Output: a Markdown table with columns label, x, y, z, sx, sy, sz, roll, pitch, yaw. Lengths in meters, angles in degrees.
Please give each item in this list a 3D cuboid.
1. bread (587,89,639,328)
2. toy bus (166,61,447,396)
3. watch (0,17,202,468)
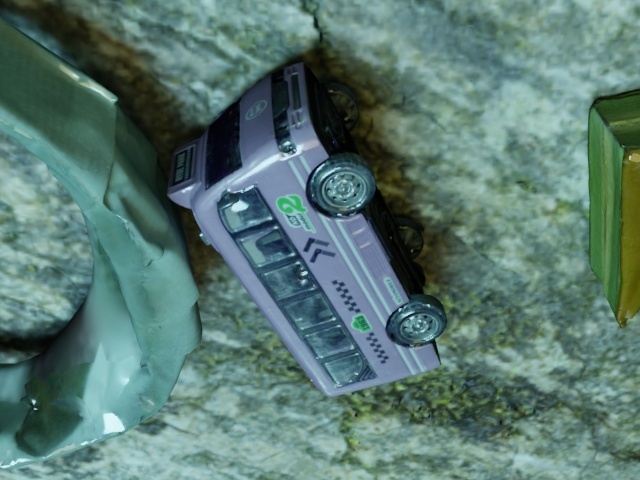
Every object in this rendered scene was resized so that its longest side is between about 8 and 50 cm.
| label | x | y | z | sx | sy | sz | roll | pitch | yaw |
| --- | --- | --- | --- | --- | --- | --- | --- | --- | --- |
| bread | 0.221 | -0.021 | 0.515 | 0.084 | 0.074 | 0.139 | -10 | 123 | 3 |
| toy bus | 0.000 | 0.000 | 0.489 | 0.108 | 0.096 | 0.198 | -22 | 127 | 13 |
| watch | -0.178 | 0.018 | 0.448 | 0.241 | 0.161 | 0.253 | 21 | 121 | -28 |
